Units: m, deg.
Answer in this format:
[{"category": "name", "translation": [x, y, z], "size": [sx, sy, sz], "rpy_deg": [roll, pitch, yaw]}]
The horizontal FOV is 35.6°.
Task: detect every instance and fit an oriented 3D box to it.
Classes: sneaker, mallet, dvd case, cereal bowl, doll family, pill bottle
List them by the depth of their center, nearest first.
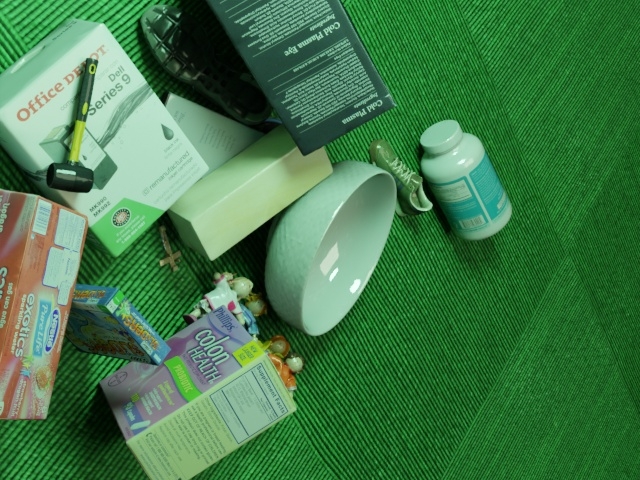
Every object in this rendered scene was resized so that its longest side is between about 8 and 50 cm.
[{"category": "mallet", "translation": [-0.328, -0.157, 1.395], "size": [0.062, 0.039, 0.189], "rpy_deg": [18, 90, -35]}, {"category": "sneaker", "translation": [-0.202, -0.288, 1.689], "size": [0.267, 0.106, 0.101], "rpy_deg": [42, 80, -17]}, {"category": "dvd case", "translation": [-0.192, -0.126, 1.695], "size": [0.253, 0.022, 0.180], "rpy_deg": [20, 94, -39]}, {"category": "doll family", "translation": [-0.139, 0.176, 1.777], "size": [0.163, 0.118, 0.263], "rpy_deg": [-39, 101, -32]}, {"category": "sneaker", "translation": [-0.144, -0.176, 1.777], "size": [0.188, 0.067, 0.078], "rpy_deg": [-31, 119, -37]}, {"category": "cereal bowl", "translation": [0.000, 0.000, 1.837], "size": [0.339, 0.141, 0.339], "rpy_deg": [-49, 153, -36]}, {"category": "sneaker", "translation": [0.178, -0.133, 2.105], "size": [0.064, 0.086, 0.192], "rpy_deg": [-48, 124, -35]}, {"category": "pill bottle", "translation": [0.315, -0.137, 2.210], "size": [0.146, 0.146, 0.264], "rpy_deg": [-53, 128, -32]}]

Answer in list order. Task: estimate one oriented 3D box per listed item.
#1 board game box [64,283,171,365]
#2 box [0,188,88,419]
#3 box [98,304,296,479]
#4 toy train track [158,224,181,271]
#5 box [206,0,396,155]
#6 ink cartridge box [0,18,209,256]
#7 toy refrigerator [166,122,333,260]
[{"category": "board game box", "translation": [-0.330, 0.121, 1.479], "size": [0.136, 0.201, 0.035], "rpy_deg": [55, 54, -32]}, {"category": "box", "translation": [-0.441, 0.087, 1.366], "size": [0.154, 0.142, 0.300], "rpy_deg": [32, 68, -72]}, {"category": "box", "translation": [-0.197, 0.242, 1.556], "size": [0.243, 0.213, 0.117], "rpy_deg": [-31, 116, -11]}, {"category": "toy train track", "translation": [-0.257, 0.014, 1.693], "size": [0.048, 0.014, 0.083], "rpy_deg": [-32, 113, -42]}, {"category": "box", "translation": [-0.049, -0.368, 1.653], "size": [0.312, 0.179, 0.343], "rpy_deg": [56, 10, -31]}, {"category": "ink cartridge box", "translation": [-0.340, -0.153, 1.487], "size": [0.211, 0.121, 0.289], "rpy_deg": [-46, 125, -17]}, {"category": "toy refrigerator", "translation": [-0.117, -0.085, 1.684], "size": [0.269, 0.102, 0.094], "rpy_deg": [-37, 125, -20]}]
